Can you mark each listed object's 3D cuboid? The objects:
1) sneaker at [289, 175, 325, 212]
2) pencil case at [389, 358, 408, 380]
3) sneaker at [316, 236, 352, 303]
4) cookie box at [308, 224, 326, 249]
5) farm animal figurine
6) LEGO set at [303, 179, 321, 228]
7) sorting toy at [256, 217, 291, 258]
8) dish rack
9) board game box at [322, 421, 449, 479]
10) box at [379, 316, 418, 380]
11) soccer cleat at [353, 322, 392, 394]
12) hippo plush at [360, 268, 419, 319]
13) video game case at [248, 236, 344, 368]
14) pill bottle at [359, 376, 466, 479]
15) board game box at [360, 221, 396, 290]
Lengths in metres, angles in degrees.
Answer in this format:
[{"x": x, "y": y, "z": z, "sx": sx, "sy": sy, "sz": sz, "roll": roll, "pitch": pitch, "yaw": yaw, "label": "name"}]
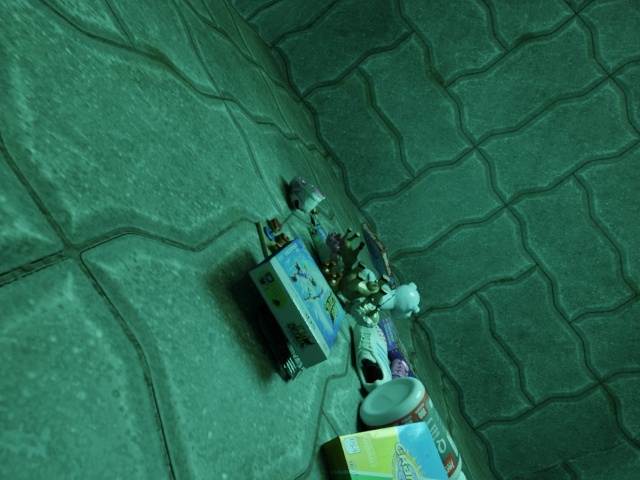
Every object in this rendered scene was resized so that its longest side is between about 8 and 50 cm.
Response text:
[{"x": -0.082, "y": -0.183, "z": 1.732, "sx": 0.103, "sy": 0.111, "sz": 0.252, "roll": 41, "pitch": -1, "yaw": -26, "label": "sneaker"}, {"x": 0.327, "y": 0.570, "z": 1.792, "sx": 0.098, "sy": 0.095, "sz": 0.209, "roll": 29, "pitch": 11, "yaw": 10, "label": "pencil case"}, {"x": 0.081, "y": 0.126, "z": 1.682, "sx": 0.305, "sy": 0.114, "sz": 0.152, "roll": 60, "pitch": 12, "yaw": -10, "label": "sneaker"}, {"x": 0.000, "y": 0.000, "z": 1.791, "sx": 0.107, "sy": 0.040, "sz": 0.092, "roll": 67, "pitch": 13, "yaw": 22, "label": "cookie box"}, {"x": 0.100, "y": 0.137, "z": 1.527, "sx": 0.327, "sy": 0.172, "sz": 0.330, "roll": 40, "pitch": 34, "yaw": 4, "label": "farm animal figurine"}, {"x": -0.022, "y": -0.153, "z": 1.907, "sx": 0.244, "sy": 0.060, "sz": 0.182, "roll": -100, "pitch": 172, "yaw": -58, "label": "LEGO set"}, {"x": -0.121, "y": 0.023, "z": 1.263, "sx": 0.132, "sy": 0.046, "sz": 0.274, "roll": 43, "pitch": 23, "yaw": -55, "label": "sorting toy"}, {"x": -0.060, "y": 0.210, "z": 1.057, "sx": 0.208, "sy": 0.074, "sz": 0.271, "roll": 61, "pitch": 14, "yaw": 1, "label": "dish rack"}, {"x": 0.172, "y": 0.560, "z": 0.980, "sx": 0.317, "sy": 0.064, "sz": 0.242, "roll": 12, "pitch": 46, "yaw": -40, "label": "board game box"}, {"x": 0.385, "y": 0.546, "z": 2.107, "sx": 0.293, "sy": 0.057, "sz": 0.200, "roll": 58, "pitch": 13, "yaw": -32, "label": "box"}, {"x": 0.175, "y": 0.391, "z": 1.504, "sx": 0.143, "sy": 0.116, "sz": 0.331, "roll": 52, "pitch": 17, "yaw": -41, "label": "soccer cleat"}, {"x": 0.286, "y": 0.221, "z": 1.802, "sx": 0.294, "sy": 0.237, "sz": 0.234, "roll": 98, "pitch": -11, "yaw": -49, "label": "hippo plush"}, {"x": -0.041, "y": 0.131, "z": 1.016, "sx": 0.244, "sy": 0.061, "sz": 0.269, "roll": 61, "pitch": 16, "yaw": -5, "label": "video game case"}, {"x": 0.286, "y": 0.614, "z": 1.270, "sx": 0.362, "sy": 0.210, "sz": 0.210, "roll": 61, "pitch": 13, "yaw": -3, "label": "pill bottle"}, {"x": 0.216, "y": 0.064, "z": 1.578, "sx": 0.145, "sy": 0.027, "sz": 0.281, "roll": 56, "pitch": -5, "yaw": 38, "label": "board game box"}]
